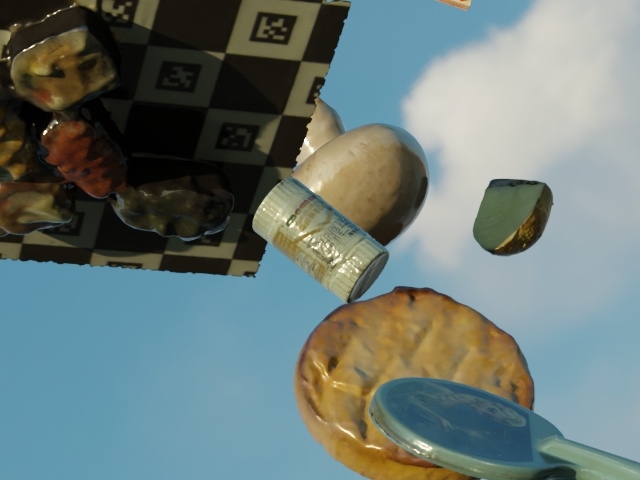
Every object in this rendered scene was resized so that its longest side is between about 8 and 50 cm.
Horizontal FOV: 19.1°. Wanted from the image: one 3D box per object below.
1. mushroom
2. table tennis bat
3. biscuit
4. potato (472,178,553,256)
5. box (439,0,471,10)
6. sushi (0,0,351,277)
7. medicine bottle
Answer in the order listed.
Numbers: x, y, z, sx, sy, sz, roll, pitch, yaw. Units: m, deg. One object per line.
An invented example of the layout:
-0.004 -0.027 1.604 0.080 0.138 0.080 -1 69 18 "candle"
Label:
0.019 -0.076 2.187 0.204 0.204 0.204 -27 -29 -17 "mushroom"
0.151 0.154 1.416 0.149 0.237 0.038 -38 -34 -71 "table tennis bat"
0.114 0.186 2.319 0.296 0.296 0.102 -20 -42 -28 "biscuit"
0.233 -0.017 2.299 0.066 0.096 0.103 43 -114 -34 "potato"
0.146 -0.324 2.343 0.093 0.058 0.015 17 -21 -8 "box"
-0.182 -0.065 1.516 0.359 0.064 0.343 4 -41 -16 "sushi"
0.000 0.000 1.251 0.047 0.083 0.047 -46 -16 -18 "medicine bottle"
